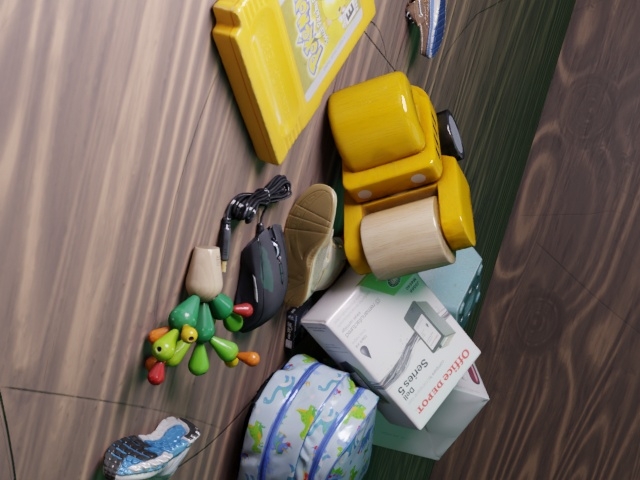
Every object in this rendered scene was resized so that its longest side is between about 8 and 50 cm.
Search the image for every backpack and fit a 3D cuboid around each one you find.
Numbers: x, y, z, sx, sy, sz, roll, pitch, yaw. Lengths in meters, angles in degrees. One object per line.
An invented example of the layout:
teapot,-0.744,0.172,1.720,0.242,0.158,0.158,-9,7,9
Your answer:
backpack,-0.027,0.375,1.464,0.290,0.273,0.355,-35,127,-47

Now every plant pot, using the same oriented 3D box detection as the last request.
plant pot,0.206,0.095,1.750,0.248,0.252,0.247,-58,156,-30

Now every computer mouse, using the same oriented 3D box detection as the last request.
computer mouse,-0.094,0.040,1.223,0.184,0.060,0.262,-28,133,-62

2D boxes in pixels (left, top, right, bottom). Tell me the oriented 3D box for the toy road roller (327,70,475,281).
toy road roller,0.117,-0.122,1.350,0.240,0.202,0.329,49,32,-48

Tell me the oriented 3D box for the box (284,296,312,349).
box,-0.041,0.152,1.507,0.067,0.018,0.083,-41,144,-52

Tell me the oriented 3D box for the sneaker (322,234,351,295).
sneaker,0.077,0.013,1.577,0.118,0.107,0.279,38,54,-32

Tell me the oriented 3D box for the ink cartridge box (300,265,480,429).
ink cartridge box,0.131,0.176,1.473,0.198,0.273,0.115,-47,-164,-21

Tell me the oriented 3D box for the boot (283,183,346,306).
boot,0.000,0.000,1.404,0.165,0.077,0.213,-18,126,-66

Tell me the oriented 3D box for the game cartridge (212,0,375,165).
game cartridge,-0.023,-0.309,1.117,0.323,0.053,0.285,-62,157,-24

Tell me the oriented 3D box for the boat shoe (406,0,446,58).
boat shoe,0.199,-0.438,1.536,0.066,0.066,0.183,-39,137,-58

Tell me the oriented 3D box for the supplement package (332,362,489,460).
supplement package,0.171,0.310,1.677,0.204,0.262,0.145,-58,-154,27

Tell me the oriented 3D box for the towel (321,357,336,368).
towel,0.152,0.346,1.816,0.038,0.325,0.248,-113,-156,-56

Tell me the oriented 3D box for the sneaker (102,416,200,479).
sneaker,-0.231,0.306,1.102,0.191,0.071,0.083,-2,115,-68

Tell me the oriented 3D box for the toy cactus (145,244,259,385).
toy cactus,-0.154,0.099,1.093,0.219,0.112,0.180,-9,106,-57
